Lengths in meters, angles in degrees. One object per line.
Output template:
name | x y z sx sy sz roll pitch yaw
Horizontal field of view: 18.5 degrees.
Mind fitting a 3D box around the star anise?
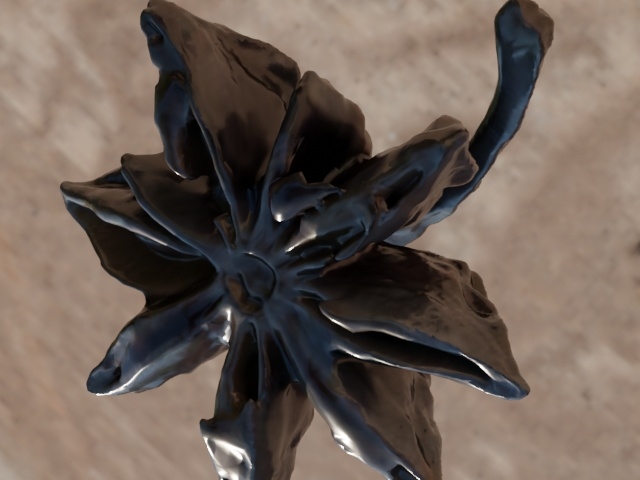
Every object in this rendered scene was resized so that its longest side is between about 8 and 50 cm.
star anise | 0.001 0.000 0.727 0.231 0.089 0.209 -14 100 28
